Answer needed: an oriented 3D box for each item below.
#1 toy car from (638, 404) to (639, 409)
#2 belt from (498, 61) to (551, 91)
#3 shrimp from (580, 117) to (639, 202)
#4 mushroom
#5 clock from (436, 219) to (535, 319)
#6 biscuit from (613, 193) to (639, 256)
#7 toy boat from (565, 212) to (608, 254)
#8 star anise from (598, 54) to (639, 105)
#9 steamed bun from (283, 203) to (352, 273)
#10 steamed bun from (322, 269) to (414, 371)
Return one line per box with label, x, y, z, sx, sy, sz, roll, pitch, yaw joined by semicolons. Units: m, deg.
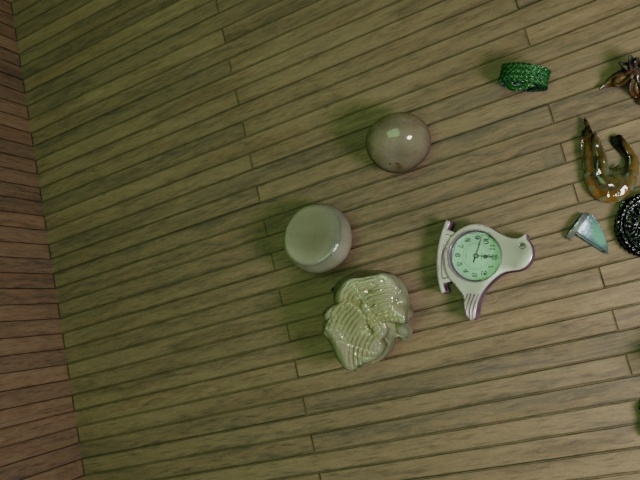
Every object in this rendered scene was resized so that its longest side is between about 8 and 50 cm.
toy car;0.876;0.480;1.659;0.025;0.041;0.093;-4;84;15
belt;0.594;-0.471;1.810;0.151;0.121;0.079;16;95;28
shrimp;0.813;-0.232;1.732;0.145;0.059;0.255;-6;84;20
mushroom;0.241;-0.321;1.930;0.204;0.204;0.205;-2;85;23
clock;0.484;0.095;1.835;0.275;0.080;0.291;7;89;24
biscuit;0.905;-0.042;1.680;0.194;0.053;0.195;-2;84;22
toy boat;0.775;-0.014;1.751;0.122;0.034;0.096;36;100;13
star anise;0.897;-0.528;1.742;0.227;0.219;0.148;-45;28;-27
steamed bun;0.000;0.000;2.012;0.231;0.145;0.232;-8;68;22
steamed bun;0.147;0.229;1.904;0.275;0.206;0.320;46;103;4
